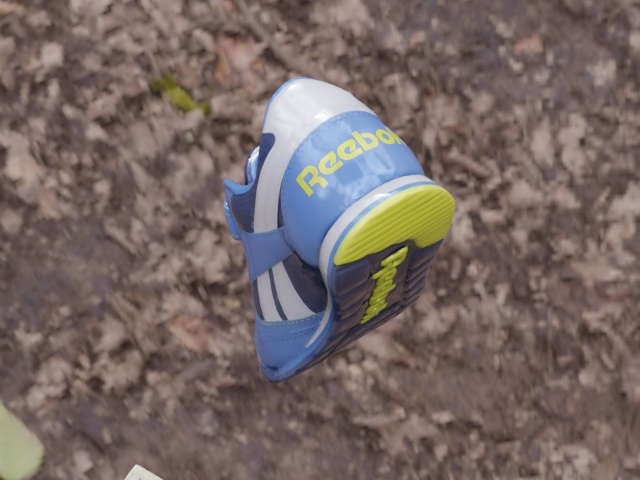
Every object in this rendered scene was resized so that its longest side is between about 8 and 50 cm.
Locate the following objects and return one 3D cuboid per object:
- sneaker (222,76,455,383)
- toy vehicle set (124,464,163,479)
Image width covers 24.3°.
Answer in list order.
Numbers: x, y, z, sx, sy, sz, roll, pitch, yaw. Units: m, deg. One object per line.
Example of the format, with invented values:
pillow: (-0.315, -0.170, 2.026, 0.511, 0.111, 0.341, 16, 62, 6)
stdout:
sneaker: (0.000, 0.000, 0.464, 0.053, 0.144, 0.059, -31, 74, -23)
toy vehicle set: (-0.017, 0.197, 0.795, 0.166, 0.267, 0.035, 29, 76, 12)
